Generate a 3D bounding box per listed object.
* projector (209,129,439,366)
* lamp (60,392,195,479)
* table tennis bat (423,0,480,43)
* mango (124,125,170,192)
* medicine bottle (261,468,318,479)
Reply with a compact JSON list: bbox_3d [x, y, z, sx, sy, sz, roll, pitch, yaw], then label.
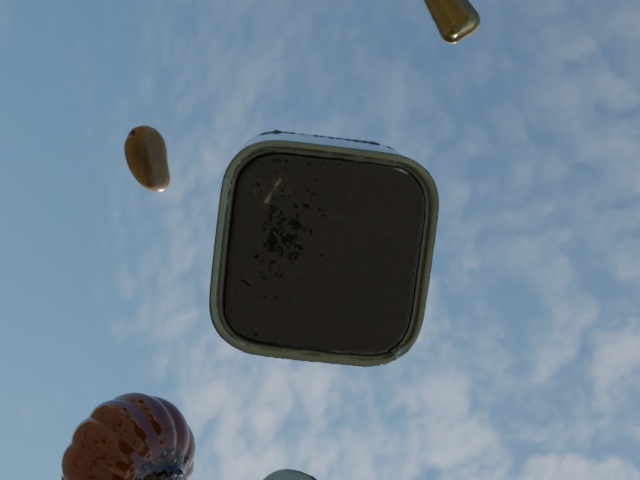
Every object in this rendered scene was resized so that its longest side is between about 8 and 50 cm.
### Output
[{"bbox_3d":[0.000,0.000,1.309,0.249,0.248,0.248,-101,-163,-82],"label":"projector"},{"bbox_3d":[-0.293,0.343,1.630,0.196,0.223,0.223,24,-71,34],"label":"lamp"},{"bbox_3d":[0.101,-0.387,1.319,0.198,0.050,0.320,-30,-97,0],"label":"table tennis bat"},{"bbox_3d":[-0.283,-0.134,1.749,0.060,0.080,0.114,-9,-72,29],"label":"mango"},{"bbox_3d":[-0.031,0.167,0.603,0.083,0.047,0.047,-50,-125,44],"label":"medicine bottle"}]
